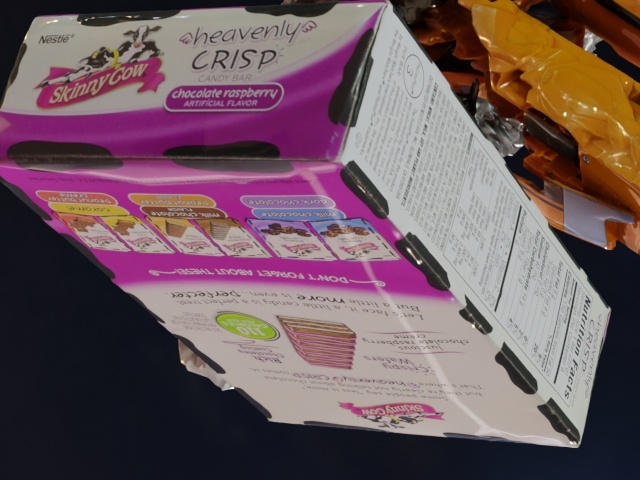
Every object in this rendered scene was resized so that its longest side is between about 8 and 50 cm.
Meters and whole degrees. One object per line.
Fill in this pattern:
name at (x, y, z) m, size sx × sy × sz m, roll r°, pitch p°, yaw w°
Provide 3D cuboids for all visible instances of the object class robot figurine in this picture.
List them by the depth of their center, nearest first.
robot figurine at (0.143, -0.092, 0.960) m, size 0.291 × 0.211 × 0.085 m, roll 42°, pitch -25°, yaw 42°

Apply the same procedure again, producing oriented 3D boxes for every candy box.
candy box at (0.000, 0.000, 0.724) m, size 0.159 × 0.233 × 0.071 m, roll 2°, pitch -119°, yaw 31°

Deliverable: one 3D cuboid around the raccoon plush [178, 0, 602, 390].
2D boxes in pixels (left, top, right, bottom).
raccoon plush at (0.042, -0.136, 1.109) m, size 0.216 × 0.446 × 0.299 m, roll 14°, pitch -21°, yaw 17°
